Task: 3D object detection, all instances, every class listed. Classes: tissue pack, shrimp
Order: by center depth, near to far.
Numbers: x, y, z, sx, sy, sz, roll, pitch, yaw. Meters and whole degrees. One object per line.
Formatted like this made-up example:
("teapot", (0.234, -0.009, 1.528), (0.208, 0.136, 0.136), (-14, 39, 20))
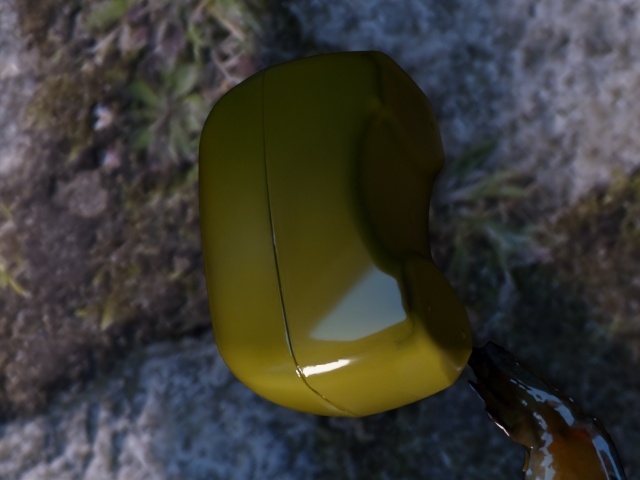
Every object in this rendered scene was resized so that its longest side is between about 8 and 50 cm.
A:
("tissue pack", (0.000, 0.000, 0.810), (0.127, 0.123, 0.178), (-14, 68, 17))
("shrimp", (0.032, 0.151, 0.838), (0.290, 0.054, 0.222), (18, 91, 10))
